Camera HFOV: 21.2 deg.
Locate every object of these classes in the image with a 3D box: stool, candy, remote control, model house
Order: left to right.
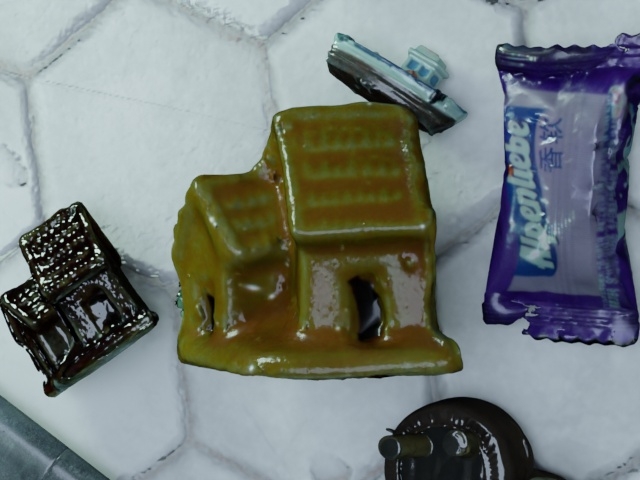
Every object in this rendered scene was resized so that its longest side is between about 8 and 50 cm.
[{"bbox_3d":[-0.291,0.235,1.695,0.377,0.044,0.107,35,111,13],"label":"remote control"},{"bbox_3d":[-0.242,0.055,1.628,0.165,0.106,0.152,-33,86,14],"label":"model house"},{"bbox_3d":[-0.011,0.001,1.503,0.268,0.173,0.239,-3,96,8],"label":"model house"},{"bbox_3d":[0.141,0.216,1.512,0.217,0.121,0.125,26,101,20],"label":"stool"},{"bbox_3d":[0.215,-0.045,1.487,0.145,0.070,0.275,6,102,24],"label":"candy"}]

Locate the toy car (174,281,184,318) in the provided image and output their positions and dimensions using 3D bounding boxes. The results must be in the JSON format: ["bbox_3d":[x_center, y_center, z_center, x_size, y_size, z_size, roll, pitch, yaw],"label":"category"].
[{"bbox_3d":[-0.101,0.023,1.616,0.059,0.035,0.122,8,92,15],"label":"toy car"}]

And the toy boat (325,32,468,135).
[{"bbox_3d":[0.073,-0.147,1.534,0.140,0.059,0.066,34,78,14],"label":"toy boat"}]
